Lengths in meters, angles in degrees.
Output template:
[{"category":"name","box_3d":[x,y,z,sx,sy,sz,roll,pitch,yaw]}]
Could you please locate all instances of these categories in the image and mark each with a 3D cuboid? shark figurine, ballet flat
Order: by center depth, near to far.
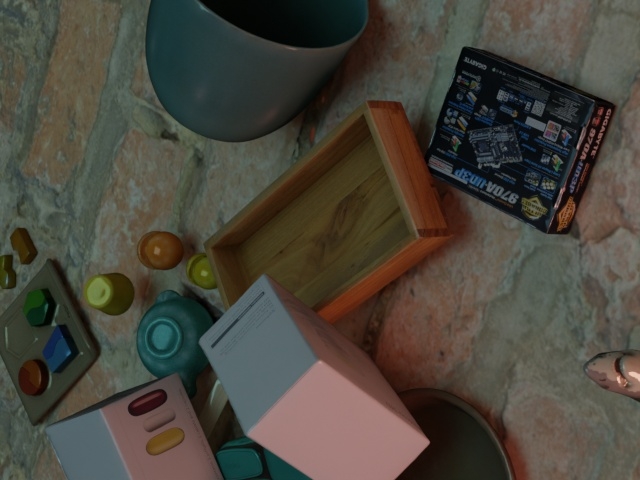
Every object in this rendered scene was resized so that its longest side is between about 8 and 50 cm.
[{"category":"shark figurine","box_3d":[0.420,0.224,1.547,0.278,0.166,0.116,54,150,8]},{"category":"ballet flat","box_3d":[-0.054,0.307,1.948,0.247,0.087,0.083,-10,98,53]}]

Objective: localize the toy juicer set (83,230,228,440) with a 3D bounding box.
[{"category":"toy juicer set","box_3d":[-0.200,0.128,2.108,0.209,0.089,0.329,-44,72,9]}]

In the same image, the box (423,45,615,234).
[{"category":"box","box_3d":[0.244,-0.129,1.722,0.220,0.051,0.175,30,109,39]}]

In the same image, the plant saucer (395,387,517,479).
[{"category":"plant saucer","box_3d":[0.152,0.333,1.801,0.278,0.041,0.278,-1,89,42]}]

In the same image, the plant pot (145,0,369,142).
[{"category":"plant pot","box_3d":[-0.112,-0.279,1.903,0.293,0.293,0.235,56,137,27]}]

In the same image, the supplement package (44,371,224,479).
[{"category":"supplement package","box_3d":[-0.264,0.357,2.035,0.204,0.145,0.262,-24,90,52]}]

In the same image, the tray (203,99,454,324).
[{"category":"tray","box_3d":[0.000,0.000,1.892,0.411,0.076,0.203,-38,64,42]}]

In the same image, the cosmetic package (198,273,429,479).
[{"category":"cosmetic package","box_3d":[-0.010,0.195,1.765,0.138,0.224,0.225,-46,34,7]}]

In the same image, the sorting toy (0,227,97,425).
[{"category":"sorting toy","box_3d":[-0.515,0.142,2.404,0.229,0.041,0.307,-48,59,30]}]
